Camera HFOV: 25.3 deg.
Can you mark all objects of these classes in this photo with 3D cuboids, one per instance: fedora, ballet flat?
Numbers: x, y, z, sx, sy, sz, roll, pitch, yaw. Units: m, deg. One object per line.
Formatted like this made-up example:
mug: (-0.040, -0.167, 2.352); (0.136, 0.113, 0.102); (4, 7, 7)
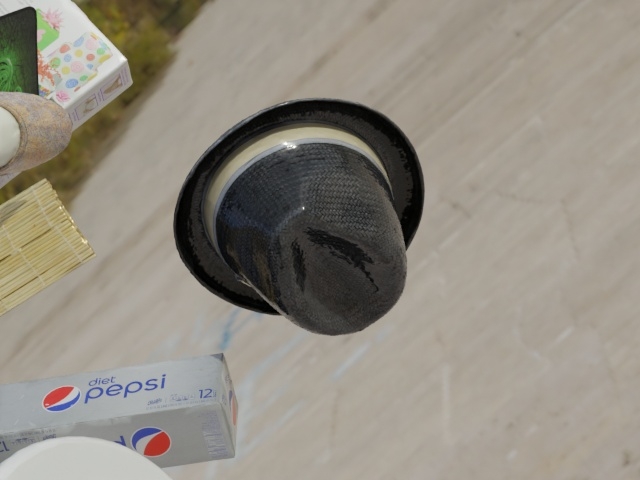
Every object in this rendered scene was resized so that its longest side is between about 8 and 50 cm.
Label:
fedora: (0.000, 0.000, 1.642); (0.334, 0.334, 0.152); (-40, 45, 9)
ballet flat: (-0.454, -0.118, 1.693); (0.316, 0.108, 0.106); (-4, 15, -8)

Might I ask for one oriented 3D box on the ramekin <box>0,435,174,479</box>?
ramekin: (-0.229, 0.317, 1.324); (0.135, 0.277, 0.277); (-46, 9, 38)

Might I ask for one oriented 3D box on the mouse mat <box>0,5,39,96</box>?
mouse mat: (-0.451, -0.222, 1.962); (0.152, 0.007, 0.190); (-29, -36, -34)

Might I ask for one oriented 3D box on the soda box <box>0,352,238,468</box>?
soda box: (-0.245, 0.214, 1.693); (0.286, 0.091, 0.098); (-9, 34, 5)

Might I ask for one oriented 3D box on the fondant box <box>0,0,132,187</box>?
fondant box: (-0.498, -0.245, 2.245); (0.330, 0.238, 0.096); (-41, -15, -12)

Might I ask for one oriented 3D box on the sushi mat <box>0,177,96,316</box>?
sushi mat: (-0.510, 0.047, 2.156); (0.316, 0.151, 0.019); (-32, -9, -5)
